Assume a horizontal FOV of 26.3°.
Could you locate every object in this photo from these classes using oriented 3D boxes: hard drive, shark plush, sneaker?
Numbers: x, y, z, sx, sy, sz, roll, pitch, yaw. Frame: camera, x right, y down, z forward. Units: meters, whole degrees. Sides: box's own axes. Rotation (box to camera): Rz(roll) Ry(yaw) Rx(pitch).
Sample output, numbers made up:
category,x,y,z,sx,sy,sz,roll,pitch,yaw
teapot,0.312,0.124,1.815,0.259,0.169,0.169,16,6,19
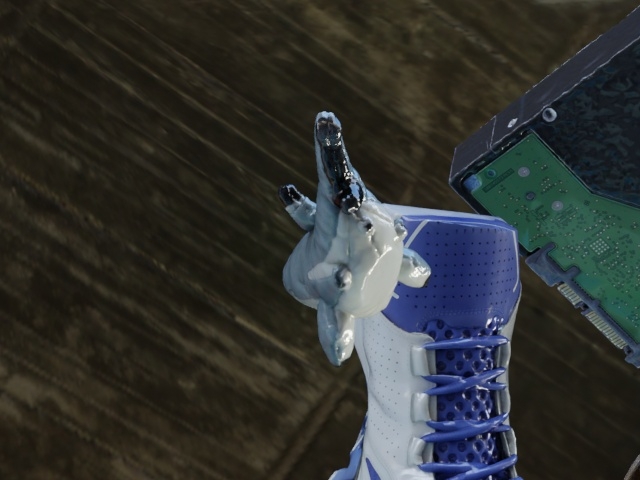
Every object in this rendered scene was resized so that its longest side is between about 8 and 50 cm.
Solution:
category,x,y,z,sx,sy,sz,roll,pitch,yaw
hard drive,0.293,-0.071,0.983,0.237,0.064,0.339,42,-60,-15
shark plush,0.000,0.000,0.663,0.067,0.161,0.073,38,-102,23
sneaker,0.091,0.146,0.887,0.128,0.182,0.315,1,-70,-25

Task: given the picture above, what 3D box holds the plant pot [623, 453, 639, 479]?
category,x,y,z,sx,sy,sz,roll,pitch,yaw
plant pot,0.329,0.234,1.021,0.165,0.167,0.167,22,-84,-21
